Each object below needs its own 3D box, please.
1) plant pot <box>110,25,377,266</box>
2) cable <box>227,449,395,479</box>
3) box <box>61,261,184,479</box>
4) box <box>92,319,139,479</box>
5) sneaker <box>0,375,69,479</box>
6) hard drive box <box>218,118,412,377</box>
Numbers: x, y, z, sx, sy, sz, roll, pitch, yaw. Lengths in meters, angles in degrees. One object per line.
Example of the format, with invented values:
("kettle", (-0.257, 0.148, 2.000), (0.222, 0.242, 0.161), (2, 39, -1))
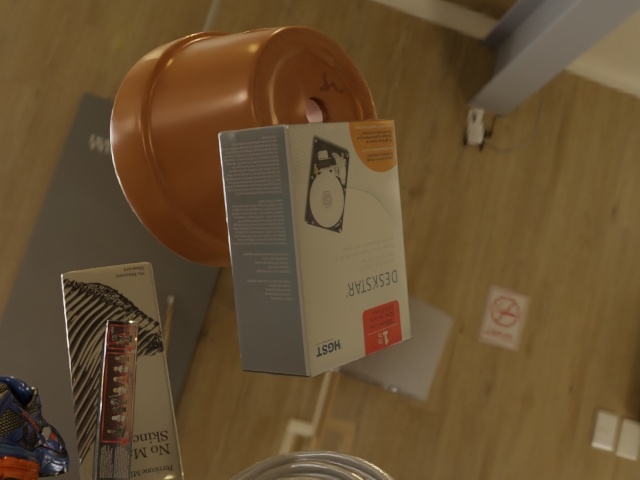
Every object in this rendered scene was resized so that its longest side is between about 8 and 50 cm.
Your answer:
("plant pot", (-0.071, -0.126, 1.104), (0.290, 0.291, 0.203), (25, -26, -38))
("cable", (-0.019, 0.293, 0.725), (0.257, 0.257, 0.089), (-19, -44, 23))
("box", (-0.227, 0.167, 1.065), (0.113, 0.275, 0.094), (-9, -32, -13))
("box", (-0.167, 0.141, 0.755), (0.027, 0.137, 0.094), (5, -18, -14))
("sneaker", (-0.257, 0.158, 0.784), (0.083, 0.087, 0.221), (0, -10, -11))
("hard drive box", (0.000, 0.000, 0.925), (0.089, 0.232, 0.181), (0, 8, 37))
